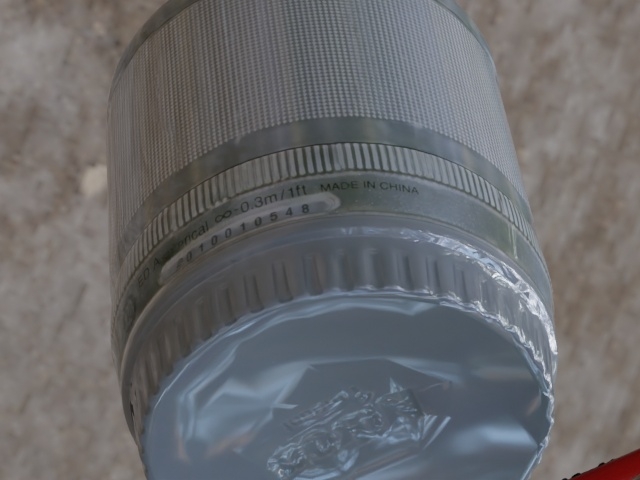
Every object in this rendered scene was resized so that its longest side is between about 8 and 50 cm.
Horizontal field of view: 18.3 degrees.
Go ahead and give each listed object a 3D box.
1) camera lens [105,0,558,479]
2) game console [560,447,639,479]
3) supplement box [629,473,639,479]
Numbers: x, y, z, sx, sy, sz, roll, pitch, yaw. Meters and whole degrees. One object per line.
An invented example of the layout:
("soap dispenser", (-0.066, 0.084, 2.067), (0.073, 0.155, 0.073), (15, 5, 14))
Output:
("camera lens", (0.000, 0.000, 1.026), (0.274, 0.219, 0.219), (-98, -179, -47))
("game console", (0.120, 0.141, 0.725), (0.144, 0.124, 0.085), (-20, 171, -21))
("supplement box", (0.046, 0.102, 0.352), (0.078, 0.080, 0.233), (-37, 171, 30))
